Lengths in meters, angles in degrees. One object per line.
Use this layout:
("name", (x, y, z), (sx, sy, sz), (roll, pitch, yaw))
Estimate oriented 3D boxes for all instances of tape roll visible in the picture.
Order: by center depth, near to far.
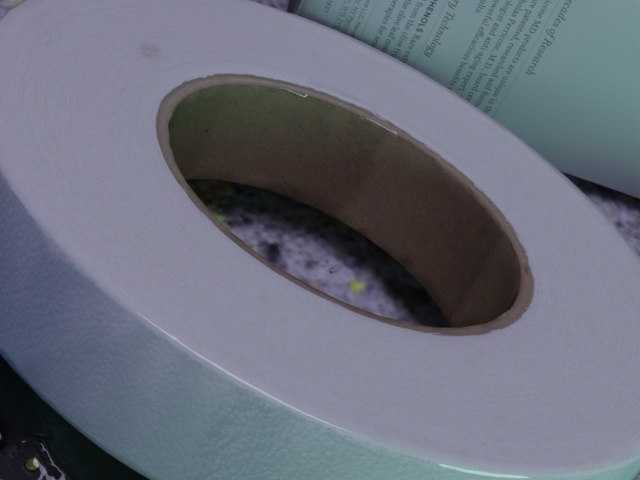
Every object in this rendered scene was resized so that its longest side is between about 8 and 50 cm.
("tape roll", (0.000, 0.000, 0.741), (0.392, 0.072, 0.392), (21, 29, -13))

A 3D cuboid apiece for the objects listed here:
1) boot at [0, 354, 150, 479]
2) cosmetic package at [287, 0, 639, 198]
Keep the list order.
("boot", (-0.141, 0.158, 0.596), (0.263, 0.091, 0.229), (34, 45, 4))
("cosmetic package", (0.171, -0.160, 0.976), (0.366, 0.155, 0.197), (16, 44, -9))
